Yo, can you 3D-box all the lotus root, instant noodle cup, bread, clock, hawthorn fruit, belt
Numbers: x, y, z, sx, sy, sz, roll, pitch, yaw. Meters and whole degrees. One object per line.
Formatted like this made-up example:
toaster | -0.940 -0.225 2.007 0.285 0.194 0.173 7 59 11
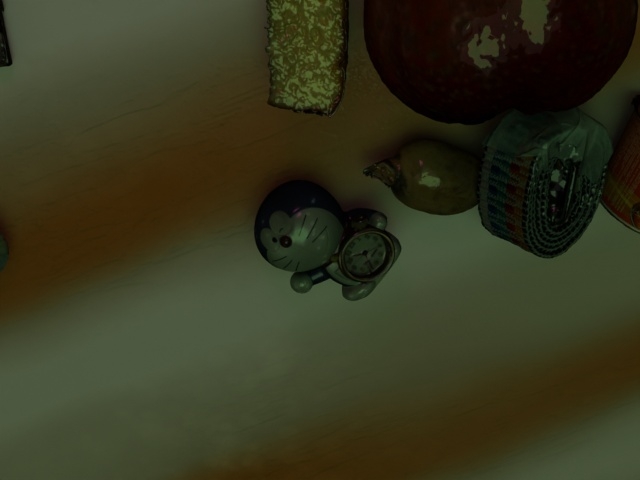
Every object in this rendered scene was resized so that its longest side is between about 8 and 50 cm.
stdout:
lotus root | 0.183 -0.107 1.844 0.220 0.118 0.125 10 100 -19
instant noodle cup | 0.572 -0.115 1.838 0.213 0.213 0.174 17 125 -15
bread | -0.018 -0.330 1.691 0.129 0.134 0.260 3 114 5
clock | 0.000 0.000 1.870 0.243 0.146 0.200 28 108 -24
hawthorn fruit | 0.239 -0.363 1.561 0.402 0.403 0.403 -2 119 -4
belt | 0.368 -0.108 1.807 0.207 0.150 0.258 -11 117 -39

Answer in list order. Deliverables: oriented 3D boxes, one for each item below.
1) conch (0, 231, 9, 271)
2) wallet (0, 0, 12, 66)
conch | -0.597 0.004 1.838 0.135 0.102 0.153 -22 152 -5
wallet | -0.547 -0.369 1.668 0.124 0.042 0.230 -4 117 -1
